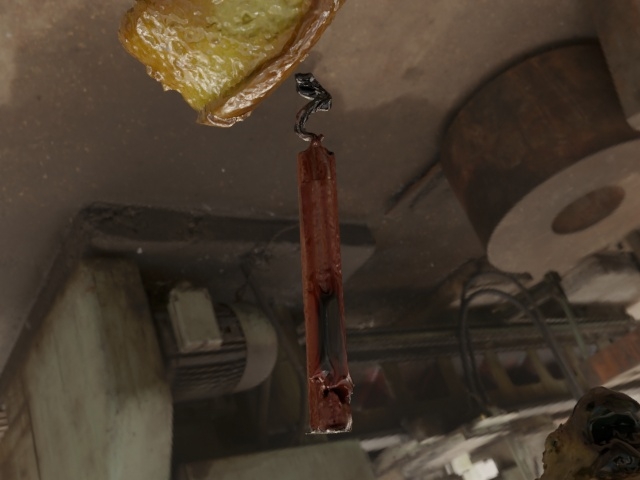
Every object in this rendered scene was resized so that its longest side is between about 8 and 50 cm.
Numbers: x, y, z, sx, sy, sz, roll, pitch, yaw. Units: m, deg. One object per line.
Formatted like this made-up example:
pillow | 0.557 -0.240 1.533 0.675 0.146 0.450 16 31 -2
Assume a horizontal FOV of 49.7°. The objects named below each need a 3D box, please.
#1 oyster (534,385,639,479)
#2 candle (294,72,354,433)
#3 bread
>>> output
oyster | 0.205 0.261 0.513 0.361 0.221 0.096 -37 128 -25
candle | 0.001 0.000 0.309 0.021 0.167 0.026 0 165 -10
bread | -0.058 -0.227 0.591 0.146 0.268 0.268 35 125 -18
